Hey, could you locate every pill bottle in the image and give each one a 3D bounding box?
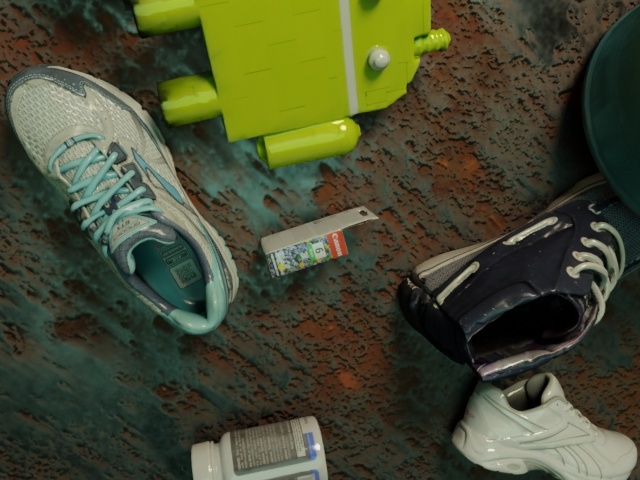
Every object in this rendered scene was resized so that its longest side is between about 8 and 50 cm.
[{"bbox_3d":[-0.066,0.240,0.659,0.137,0.078,0.078,-8,107,-8],"label":"pill bottle"}]

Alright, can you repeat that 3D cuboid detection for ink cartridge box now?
[{"bbox_3d":[0.000,0.000,0.612,0.115,0.063,0.029,-18,107,-5],"label":"ink cartridge box"}]

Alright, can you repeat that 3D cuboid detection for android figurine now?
[{"bbox_3d":[-0.016,-0.182,0.536,0.272,0.056,0.248,-12,128,-7],"label":"android figurine"}]

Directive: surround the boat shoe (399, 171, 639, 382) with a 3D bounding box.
[{"bbox_3d":[0.260,0.033,0.619,0.340,0.158,0.127,-27,108,-2],"label":"boat shoe"}]

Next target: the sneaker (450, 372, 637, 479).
[{"bbox_3d":[0.274,0.215,0.711,0.232,0.090,0.115,12,99,-14],"label":"sneaker"}]

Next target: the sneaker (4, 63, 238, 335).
[{"bbox_3d":[-0.165,-0.033,0.542,0.110,0.122,0.283,-38,108,1],"label":"sneaker"}]

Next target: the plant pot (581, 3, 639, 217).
[{"bbox_3d":[0.404,-0.148,0.498,0.271,0.255,0.272,1,80,-4],"label":"plant pot"}]
